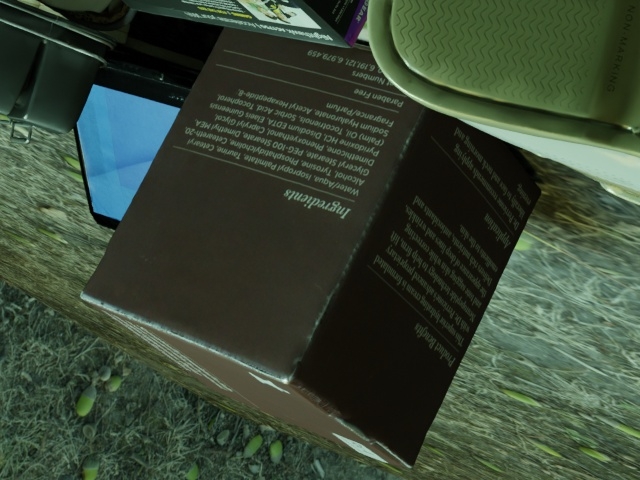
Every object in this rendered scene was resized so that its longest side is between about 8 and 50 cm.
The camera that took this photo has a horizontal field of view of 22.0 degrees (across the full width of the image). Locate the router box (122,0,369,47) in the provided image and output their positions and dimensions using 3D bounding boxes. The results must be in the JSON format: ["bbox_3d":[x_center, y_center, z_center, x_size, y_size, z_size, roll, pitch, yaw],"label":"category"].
[{"bbox_3d":[-0.073,-0.161,0.850,0.179,0.046,0.133,17,165,41],"label":"router box"}]

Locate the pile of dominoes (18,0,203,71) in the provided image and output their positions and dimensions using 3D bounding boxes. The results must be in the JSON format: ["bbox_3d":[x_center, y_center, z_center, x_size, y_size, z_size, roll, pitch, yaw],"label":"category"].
[{"bbox_3d":[-0.216,-0.174,1.117,0.251,0.040,0.196,19,-177,42],"label":"pile of dominoes"}]

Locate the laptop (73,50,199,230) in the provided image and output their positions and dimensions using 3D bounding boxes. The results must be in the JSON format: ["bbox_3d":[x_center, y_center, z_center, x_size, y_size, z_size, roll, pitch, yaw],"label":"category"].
[{"bbox_3d":[-0.139,-0.061,1.165,0.234,0.137,0.264,17,-176,30],"label":"laptop"}]

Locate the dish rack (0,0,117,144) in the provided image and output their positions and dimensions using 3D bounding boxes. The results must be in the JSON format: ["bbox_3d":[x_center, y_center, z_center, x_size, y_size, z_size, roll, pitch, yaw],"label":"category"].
[{"bbox_3d":[-0.279,-0.121,1.001,0.208,0.074,0.271,19,174,-39],"label":"dish rack"}]

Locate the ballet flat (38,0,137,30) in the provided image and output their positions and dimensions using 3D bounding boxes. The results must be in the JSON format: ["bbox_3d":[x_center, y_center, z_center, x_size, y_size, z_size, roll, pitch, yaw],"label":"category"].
[{"bbox_3d":[-0.181,-0.179,0.934,0.203,0.074,0.074,31,168,-32],"label":"ballet flat"}]

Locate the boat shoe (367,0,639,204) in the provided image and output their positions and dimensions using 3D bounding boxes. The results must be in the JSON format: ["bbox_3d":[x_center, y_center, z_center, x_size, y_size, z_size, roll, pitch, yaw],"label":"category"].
[{"bbox_3d":[0.171,-0.057,0.664,0.302,0.113,0.103,23,-172,8],"label":"boat shoe"}]

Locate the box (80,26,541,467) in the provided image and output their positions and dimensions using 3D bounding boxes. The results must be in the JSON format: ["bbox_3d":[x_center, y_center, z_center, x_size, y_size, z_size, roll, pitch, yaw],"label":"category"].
[{"bbox_3d":[0.000,0.000,1.002,0.167,0.203,0.168,19,165,34],"label":"box"}]
